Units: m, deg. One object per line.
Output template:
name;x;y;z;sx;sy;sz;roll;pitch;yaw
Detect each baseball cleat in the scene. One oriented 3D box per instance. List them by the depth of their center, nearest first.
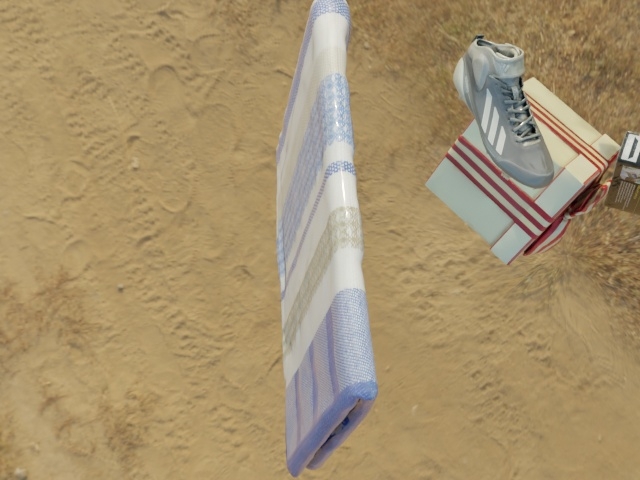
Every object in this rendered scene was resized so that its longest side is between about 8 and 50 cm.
baseball cleat;0.230;-0.163;0.896;0.072;0.109;0.206;-21;67;-22

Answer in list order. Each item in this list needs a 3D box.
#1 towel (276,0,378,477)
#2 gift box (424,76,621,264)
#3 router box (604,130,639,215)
towel;0.000;0.000;0.505;0.034;0.209;0.285;2;61;-11
gift box;0.405;-0.138;1.375;0.258;0.276;0.255;46;138;13
router box;0.437;-0.070;0.919;0.133;0.179;0.046;19;81;20
